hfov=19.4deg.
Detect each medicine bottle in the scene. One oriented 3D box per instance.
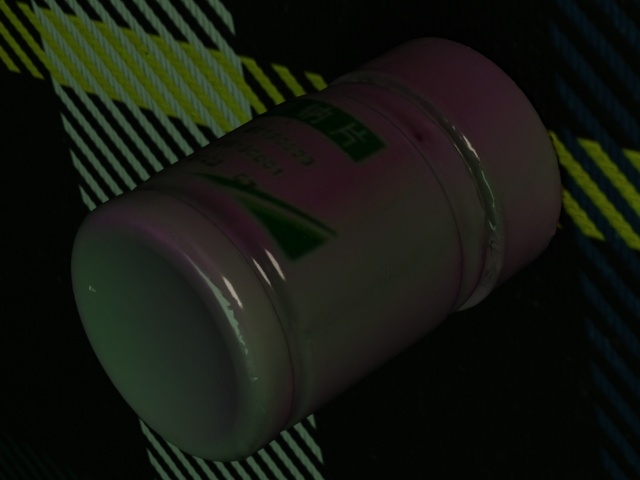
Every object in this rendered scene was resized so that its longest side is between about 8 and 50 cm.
[{"bbox_3d":[0.000,0.000,1.391,0.212,0.325,0.212,32,138,34],"label":"medicine bottle"}]
